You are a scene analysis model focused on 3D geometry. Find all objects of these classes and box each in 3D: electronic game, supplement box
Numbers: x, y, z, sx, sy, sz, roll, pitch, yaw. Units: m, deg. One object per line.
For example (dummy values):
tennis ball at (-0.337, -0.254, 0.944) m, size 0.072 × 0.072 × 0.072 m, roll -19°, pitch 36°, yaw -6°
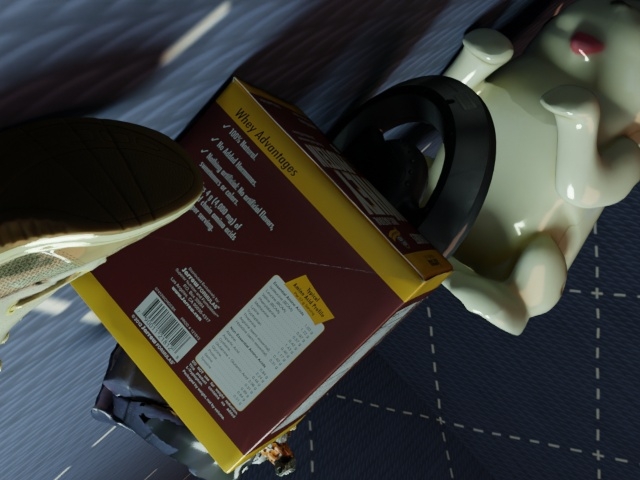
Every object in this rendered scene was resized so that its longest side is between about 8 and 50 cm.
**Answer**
electronic game at (0.059, -0.048, 0.683) m, size 0.048 × 0.229 × 0.229 m, roll 29°, pitch 113°, yaw -35°
supplement box at (-0.041, 0.023, 0.566) m, size 0.194 × 0.191 × 0.129 m, roll -46°, pitch 168°, yaw 13°

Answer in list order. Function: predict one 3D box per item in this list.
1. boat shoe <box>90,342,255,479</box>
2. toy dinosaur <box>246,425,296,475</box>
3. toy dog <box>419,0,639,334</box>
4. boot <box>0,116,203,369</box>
boat shoe at (-0.105, 0.073, 0.773) m, size 0.127 × 0.158 × 0.340 m, roll -57°, pitch -169°, yaw 35°
toy dinosaur at (-0.108, 0.207, 0.948) m, size 0.164 × 0.218 × 0.322 m, roll -40°, pitch 168°, yaw -20°
toy dog at (0.291, -0.105, 0.925) m, size 0.395 × 0.284 × 0.408 m, roll 26°, pitch 103°, yaw -44°
boot at (-0.174, 0.023, 0.413) m, size 0.213 × 0.077 × 0.165 m, roll -26°, pitch 160°, yaw -41°
